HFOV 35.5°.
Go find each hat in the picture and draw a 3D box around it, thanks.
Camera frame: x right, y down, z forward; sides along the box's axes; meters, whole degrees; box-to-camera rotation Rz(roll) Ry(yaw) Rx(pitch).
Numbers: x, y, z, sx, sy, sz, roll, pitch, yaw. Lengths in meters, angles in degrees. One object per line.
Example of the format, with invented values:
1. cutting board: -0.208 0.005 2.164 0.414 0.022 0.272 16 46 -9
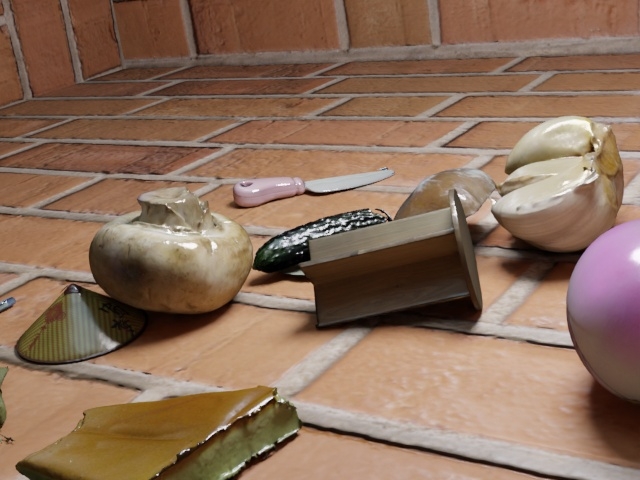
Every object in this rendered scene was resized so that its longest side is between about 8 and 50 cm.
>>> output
1. hat: -0.351 0.101 1.449 0.193 0.082 0.193 -6 19 2

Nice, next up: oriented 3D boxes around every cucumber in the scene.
1. cucumber: 0.000 -0.003 1.592 0.245 0.067 0.067 -14 20 -25

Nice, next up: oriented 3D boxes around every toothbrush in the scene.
1. toothbrush: -0.550 0.136 1.528 0.019 0.016 0.219 -6 18 34

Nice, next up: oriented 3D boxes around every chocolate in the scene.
1. chocolate: 0.182 -0.062 1.567 0.157 0.080 0.254 -34 1 22

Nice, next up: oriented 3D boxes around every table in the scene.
1. table: 0.094 0.036 1.371 0.226 0.167 0.167 -13 18 13

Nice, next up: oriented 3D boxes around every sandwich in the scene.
1. sandwich: -0.179 0.213 1.086 0.212 0.063 0.245 7 23 40

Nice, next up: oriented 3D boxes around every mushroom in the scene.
1. mushroom: -0.222 0.015 1.480 0.255 0.184 0.255 -8 17 2

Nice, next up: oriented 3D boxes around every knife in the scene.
1. knife: -0.007 -0.113 1.985 0.336 0.043 0.081 -10 25 -10

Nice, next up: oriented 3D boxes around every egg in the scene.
1. egg: 0.359 0.071 1.080 0.196 0.196 0.271 -8 15 1

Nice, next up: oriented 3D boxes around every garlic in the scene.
1. garlic: 0.361 -0.068 1.519 0.203 0.185 0.281 -17 34 30

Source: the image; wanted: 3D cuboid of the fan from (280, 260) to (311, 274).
1. fan: 0.071 0.026 1.593 0.329 0.009 0.191 -1 16 23

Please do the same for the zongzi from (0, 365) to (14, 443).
1. zongzi: -0.397 0.196 1.248 0.154 0.062 0.130 13 15 32
